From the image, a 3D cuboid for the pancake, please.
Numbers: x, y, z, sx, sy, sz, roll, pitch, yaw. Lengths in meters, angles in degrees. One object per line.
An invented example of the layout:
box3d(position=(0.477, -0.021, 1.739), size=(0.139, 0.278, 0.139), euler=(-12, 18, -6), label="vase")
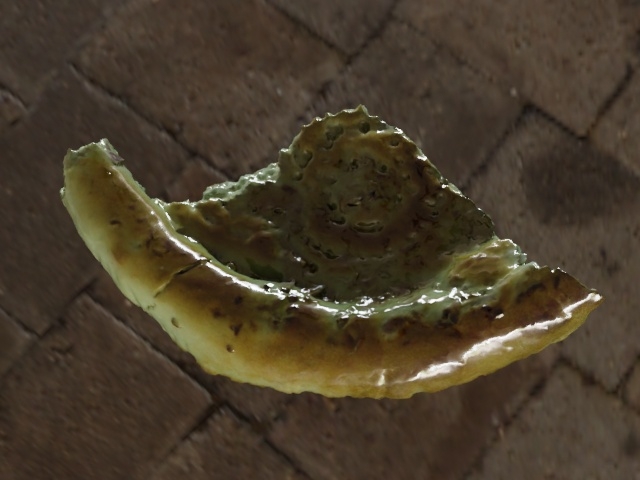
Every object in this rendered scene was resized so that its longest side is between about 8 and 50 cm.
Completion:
box3d(position=(-0.001, -0.001, 1.155), size=(0.377, 0.054, 0.197), euler=(9, 74, 14), label="pancake")
